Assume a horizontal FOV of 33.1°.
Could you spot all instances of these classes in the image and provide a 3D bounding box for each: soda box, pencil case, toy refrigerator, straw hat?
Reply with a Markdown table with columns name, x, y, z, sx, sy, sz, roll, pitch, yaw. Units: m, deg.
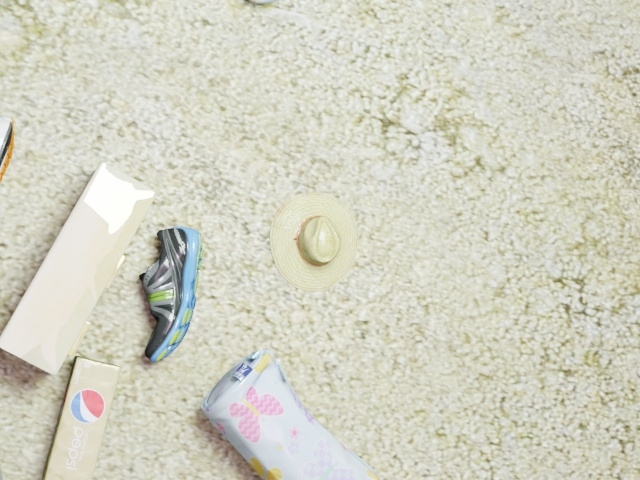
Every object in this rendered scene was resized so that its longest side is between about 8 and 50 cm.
| name | x | y | z | sx | sy | sz | roll | pitch | yaw |
| --- | --- | --- | --- | --- | --- | --- | --- | --- | --- |
| soda box | -0.318 | 0.247 | 1.426 | 0.061 | 0.058 | 0.181 | 16 | 82 | -14 |
| pencil case | -0.039 | 0.279 | 1.476 | 0.273 | 0.113 | 0.124 | 50 | 56 | -7 |
| toy refrigerator | -0.317 | 0.038 | 1.417 | 0.094 | 0.102 | 0.269 | 30 | 79 | -12 |
| straw hat | 0.000 | 0.000 | 1.530 | 0.144 | 0.061 | 0.144 | 1 | 87 | -15 |

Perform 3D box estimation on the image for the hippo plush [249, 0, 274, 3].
| name | x | y | z | sx | sy | sz | roll | pitch | yaw |
| --- | --- | --- | --- | --- | --- | --- | --- | --- | --- |
| hippo plush | -0.027 | -0.450 | 1.458 | 0.294 | 0.236 | 0.234 | 31 | 79 | -12 |

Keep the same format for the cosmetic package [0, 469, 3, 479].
| name | x | y | z | sx | sy | sz | roll | pitch | yaw |
| --- | --- | --- | --- | --- | --- | --- | --- | --- | --- |
| cosmetic package | -0.468 | 0.290 | 1.369 | 0.117 | 0.085 | 0.231 | -12 | 89 | -16 |

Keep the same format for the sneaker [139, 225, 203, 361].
| name | x | y | z | sx | sy | sz | roll | pitch | yaw |
| --- | --- | --- | --- | --- | --- | --- | --- | --- | --- |
| sneaker | -0.211 | 0.072 | 1.472 | 0.078 | 0.067 | 0.188 | 10 | 85 | 6 |

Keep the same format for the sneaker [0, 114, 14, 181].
| name | x | y | z | sx | sy | sz | roll | pitch | yaw |
| --- | --- | --- | --- | --- | --- | --- | --- | --- | --- |
| sneaker | -0.491 | -0.053 | 1.386 | 0.121 | 0.099 | 0.262 | 19 | 74 | -6 |
